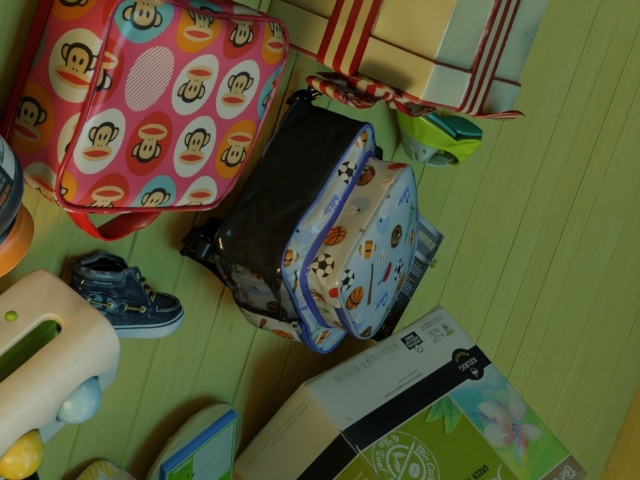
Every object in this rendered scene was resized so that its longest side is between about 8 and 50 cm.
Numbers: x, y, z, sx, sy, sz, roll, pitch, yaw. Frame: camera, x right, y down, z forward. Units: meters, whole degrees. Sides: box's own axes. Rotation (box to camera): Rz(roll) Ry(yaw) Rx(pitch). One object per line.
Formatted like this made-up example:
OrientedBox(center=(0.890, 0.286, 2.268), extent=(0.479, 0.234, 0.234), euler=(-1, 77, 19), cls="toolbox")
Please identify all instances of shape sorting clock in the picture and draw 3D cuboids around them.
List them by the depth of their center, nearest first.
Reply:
OrientedBox(center=(-0.168, 0.296, 1.795), extent=(0.206, 0.040, 0.206), euler=(-43, 146, -39), cls="shape sorting clock")

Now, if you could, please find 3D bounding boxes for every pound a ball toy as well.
OrientedBox(center=(-0.322, 0.163, 1.287), extent=(0.319, 0.135, 0.208), euler=(-43, 165, -33), cls="pound a ball toy")

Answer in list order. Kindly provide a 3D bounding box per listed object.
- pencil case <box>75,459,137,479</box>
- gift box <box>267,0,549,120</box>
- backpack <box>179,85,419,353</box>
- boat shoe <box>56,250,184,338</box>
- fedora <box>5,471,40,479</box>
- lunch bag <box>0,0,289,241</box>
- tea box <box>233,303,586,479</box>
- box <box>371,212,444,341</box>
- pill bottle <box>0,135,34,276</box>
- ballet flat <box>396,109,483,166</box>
OrientedBox(center=(-0.169, 0.351, 1.611), extent=(0.113, 0.273, 0.124), euler=(-55, 157, -28), cls="pencil case")
OrientedBox(center=(0.116, -0.261, 1.581), extent=(0.255, 0.276, 0.258), euler=(4, 111, -53), cls="gift box")
OrientedBox(center=(0.000, 0.000, 1.679), extent=(0.276, 0.213, 0.263), euler=(-54, 160, -22), cls="backpack")
OrientedBox(center=(-0.203, 0.058, 1.524), extent=(0.183, 0.065, 0.083), euler=(-5, 118, -56), cls="boat shoe")
OrientedBox(center=(-0.355, 0.368, 1.440), extent=(0.334, 0.152, 0.334), euler=(-39, 143, -38), cls="fedora")
OrientedBox(center=(-0.170, -0.123, 1.377), extent=(0.293, 0.120, 0.258), euler=(1, 113, -59), cls="lunch bag")
OrientedBox(center=(0.124, 0.314, 1.937), extent=(0.329, 0.323, 0.220), euler=(-26, 162, -48), cls="tea box")
OrientedBox(center=(0.071, 0.028, 1.949), extent=(0.183, 0.056, 0.231), euler=(-62, 151, -4), cls="box")
OrientedBox(center=(-0.324, -0.066, 1.142), extent=(0.130, 0.130, 0.246), euler=(-52, 142, -19), cls="pill bottle")
OrientedBox(center=(0.154, -0.140, 1.938), extent=(0.077, 0.077, 0.231), euler=(-52, 155, 14), cls="ballet flat")
